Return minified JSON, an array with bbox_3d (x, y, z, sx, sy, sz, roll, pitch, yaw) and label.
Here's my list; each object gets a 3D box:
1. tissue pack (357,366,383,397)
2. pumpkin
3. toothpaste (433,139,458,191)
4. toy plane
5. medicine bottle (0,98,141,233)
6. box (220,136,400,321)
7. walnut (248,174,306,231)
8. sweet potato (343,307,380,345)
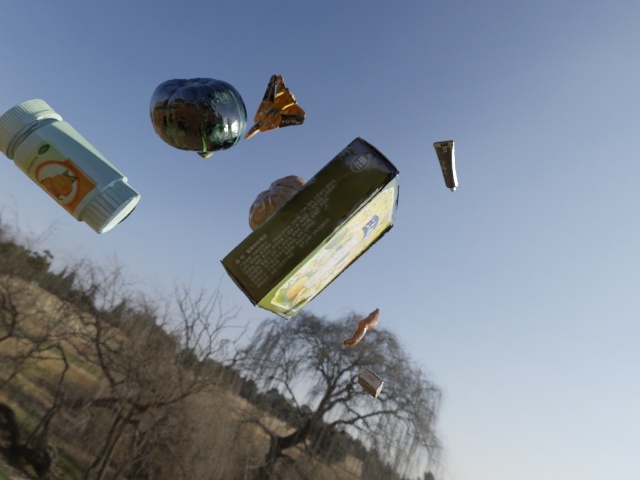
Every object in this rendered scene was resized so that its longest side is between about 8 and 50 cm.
[{"bbox_3d":[0.124,0.353,1.103,0.063,0.035,0.083,38,-23,22],"label":"tissue pack"},{"bbox_3d":[-0.379,-0.383,1.402,0.314,0.315,0.239,15,-63,25],"label":"pumpkin"},{"bbox_3d":[0.368,-0.211,1.276,0.056,0.035,0.197,-2,-39,25],"label":"toothpaste"},{"bbox_3d":[-0.198,-0.476,1.720,0.316,0.103,0.204,-25,-79,50],"label":"toy plane"},{"bbox_3d":[-0.607,-0.171,1.079,0.318,0.158,0.158,44,-26,-8],"label":"medicine bottle"},{"bbox_3d":[0.000,0.000,1.084,0.138,0.420,0.373,46,-5,16],"label":"box"},{"bbox_3d":[-0.129,-0.084,1.659,0.284,0.296,0.286,10,-58,16],"label":"walnut"},{"bbox_3d":[0.121,0.230,1.198,0.044,0.179,0.044,17,-58,29],"label":"sweet potato"}]
